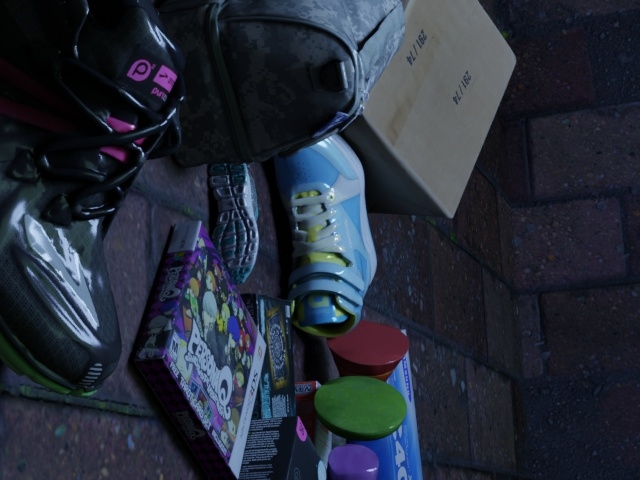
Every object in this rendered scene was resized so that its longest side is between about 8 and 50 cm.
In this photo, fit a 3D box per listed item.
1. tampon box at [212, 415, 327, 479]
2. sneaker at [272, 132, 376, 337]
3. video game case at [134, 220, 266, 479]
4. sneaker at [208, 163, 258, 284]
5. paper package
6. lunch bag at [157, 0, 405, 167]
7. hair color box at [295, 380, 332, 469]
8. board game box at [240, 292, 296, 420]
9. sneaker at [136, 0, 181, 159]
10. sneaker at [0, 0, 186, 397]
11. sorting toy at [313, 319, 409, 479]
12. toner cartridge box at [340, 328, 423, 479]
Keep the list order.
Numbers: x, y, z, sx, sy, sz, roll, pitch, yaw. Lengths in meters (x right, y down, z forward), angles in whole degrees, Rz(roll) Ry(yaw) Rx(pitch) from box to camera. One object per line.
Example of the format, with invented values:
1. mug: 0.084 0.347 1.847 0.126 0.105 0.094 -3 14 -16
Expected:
1. tampon box: -0.064 0.312 1.552 0.161 0.101 0.120 -79 155 -43
2. sneaker: 0.000 0.000 1.819 0.208 0.127 0.319 -75 151 -50
3. video game case: -0.134 0.131 1.508 0.210 0.041 0.232 -80 154 -44
4. sneaker: -0.100 -0.023 1.637 0.076 0.065 0.166 38 50 -70
5. paper package: 0.122 -0.240 1.948 0.309 0.168 0.325 45 60 -42
6. lunch bag: -0.041 -0.227 1.575 0.305 0.256 0.213 -58 137 -61
7. hair color box: -0.014 0.275 1.802 0.072 0.043 0.141 51 37 -58
8. board game box: -0.068 0.167 1.711 0.126 0.026 0.186 24 62 -68
9. sneaker: -0.214 -0.221 1.337 0.130 0.109 0.286 -87 169 -45
10. sneaker: -0.218 -0.108 1.101 0.185 0.202 0.483 12 72 -69
11. sorting toy: 0.052 0.258 1.796 0.365 0.127 0.126 -79 175 -60
12. toner cartridge box: 0.103 0.323 2.078 0.165 0.075 0.348 -1 85 -72
